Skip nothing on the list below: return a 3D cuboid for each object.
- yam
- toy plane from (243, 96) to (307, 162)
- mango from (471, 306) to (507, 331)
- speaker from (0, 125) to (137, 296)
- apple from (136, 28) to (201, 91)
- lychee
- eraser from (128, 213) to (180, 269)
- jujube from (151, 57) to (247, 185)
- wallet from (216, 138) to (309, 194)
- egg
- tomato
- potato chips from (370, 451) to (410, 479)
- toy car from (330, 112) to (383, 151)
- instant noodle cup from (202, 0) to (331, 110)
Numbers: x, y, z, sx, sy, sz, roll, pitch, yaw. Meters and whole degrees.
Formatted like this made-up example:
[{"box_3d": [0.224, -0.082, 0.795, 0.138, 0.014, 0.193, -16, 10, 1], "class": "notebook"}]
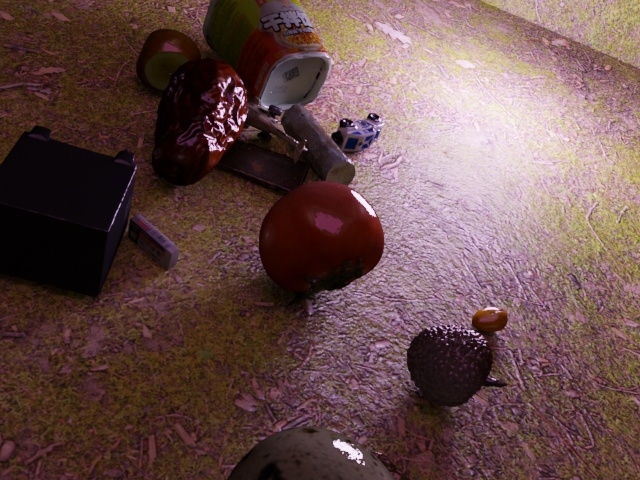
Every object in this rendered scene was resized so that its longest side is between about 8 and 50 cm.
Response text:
[{"box_3d": [-0.011, -0.239, 1.907, 0.093, 0.093, 0.259, -11, 50, -34], "class": "yam"}, {"box_3d": [-0.126, -0.283, 1.868, 0.286, 0.092, 0.108, 38, 19, 31], "class": "toy plane"}, {"box_3d": [0.375, 0.177, 1.669, 0.089, 0.046, 0.060, -10, 51, -27], "class": "mango"}, {"box_3d": [-0.491, -0.057, 1.418, 0.232, 0.184, 0.254, 16, 38, -9], "class": "speaker"}, {"box_3d": [-0.388, -0.462, 1.933, 0.147, 0.146, 0.163, 22, 38, -8], "class": "apple"}, {"box_3d": [0.261, 0.245, 1.451, 0.197, 0.165, 0.165, 31, 41, 8], "class": "lychee"}, {"box_3d": [-0.339, 0.003, 1.522, 0.122, 0.052, 0.029, 39, 45, 17], "class": "eraser"}, {"box_3d": [-0.285, -0.274, 1.739, 0.216, 0.216, 0.342, 20, 47, -4], "class": "jujube"}, {"box_3d": [-0.149, -0.182, 1.827, 0.232, 0.031, 0.122, 20, 44, 1], "class": "wallet"}, {"box_3d": [-0.002, 0.443, 1.027, 0.288, 0.287, 0.379, 0, 60, -25], "class": "egg"}, {"box_3d": [0.000, 0.000, 1.535, 0.256, 0.256, 0.224, -10, 66, -33], "class": "tomato"}, {"box_3d": [0.189, 0.503, 1.222, 0.080, 0.057, 0.407, -23, 58, -25], "class": "potato chips"}, {"box_3d": [0.099, -0.284, 2.013, 0.171, 0.080, 0.070, -18, 55, -38], "class": "toy car"}, {"box_3d": [-0.134, -0.532, 2.055, 0.294, 0.294, 0.307, -13, 59, -35], "class": "instant noodle cup"}]
